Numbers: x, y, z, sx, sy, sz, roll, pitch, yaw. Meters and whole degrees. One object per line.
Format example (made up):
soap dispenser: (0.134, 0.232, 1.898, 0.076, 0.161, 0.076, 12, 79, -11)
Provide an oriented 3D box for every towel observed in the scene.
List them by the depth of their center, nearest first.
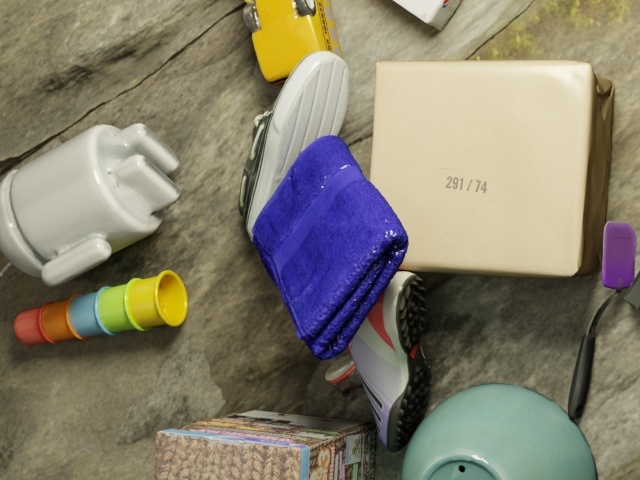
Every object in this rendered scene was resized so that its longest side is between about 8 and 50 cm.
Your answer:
towel: (0.000, 0.000, 1.741, 0.228, 0.076, 0.308, -59, 32, 18)

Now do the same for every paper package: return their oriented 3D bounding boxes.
paper package: (0.241, -0.102, 1.762, 0.325, 0.168, 0.309, 4, 91, 25)

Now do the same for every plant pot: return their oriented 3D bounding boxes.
plant pot: (0.232, 0.357, 1.744, 0.290, 0.195, 0.290, 0, 89, 24)

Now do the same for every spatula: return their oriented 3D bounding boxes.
spatula: (0.399, 0.118, 1.750, 0.030, 0.084, 0.296, 27, 108, 44)

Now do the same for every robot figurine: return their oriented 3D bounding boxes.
robot figurine: (-0.402, -0.060, 2.025, 0.353, 0.200, 0.300, -25, 43, 22)

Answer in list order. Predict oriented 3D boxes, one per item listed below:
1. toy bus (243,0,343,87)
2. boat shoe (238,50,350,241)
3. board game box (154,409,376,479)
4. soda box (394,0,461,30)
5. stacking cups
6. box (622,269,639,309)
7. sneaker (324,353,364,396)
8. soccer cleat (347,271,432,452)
toy bus: (-0.059, -0.415, 1.916, 0.108, 0.130, 0.333, -14, 84, 24)
boat shoe: (-0.062, -0.150, 1.891, 0.119, 0.121, 0.335, 44, 121, 41)
board game box: (-0.076, 0.348, 1.827, 0.232, 0.291, 0.141, 2, 90, 24)
soda box: (0.112, -0.411, 1.872, 0.216, 0.074, 0.069, 39, 104, 20)
stacking cups: (-0.382, 0.118, 2.080, 0.316, 0.096, 0.096, -9, 86, 26)
box: (0.476, 0.083, 1.711, 0.083, 0.062, 0.052, 32, 101, 21)
sneaker: (0.086, 0.193, 1.896, 0.158, 0.061, 0.065, -29, 105, 22)
soccer cleat: (0.092, 0.174, 1.808, 0.116, 0.108, 0.318, 15, 128, 27)
